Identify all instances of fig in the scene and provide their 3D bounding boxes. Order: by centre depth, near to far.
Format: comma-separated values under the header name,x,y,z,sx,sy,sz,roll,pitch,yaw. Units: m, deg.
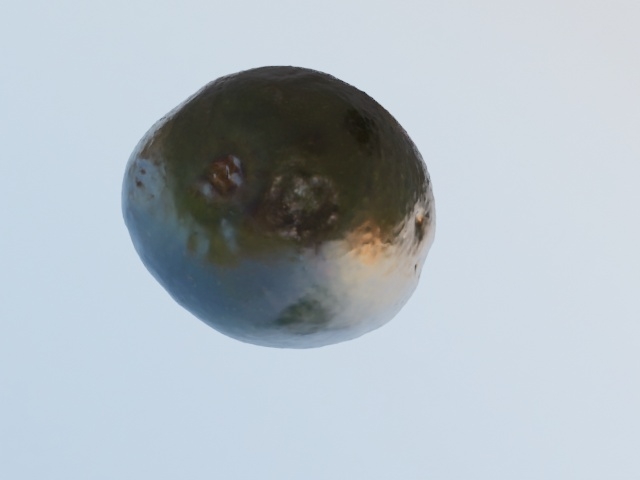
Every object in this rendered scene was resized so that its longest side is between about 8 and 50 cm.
name,x,y,z,sx,sy,sz,roll,pitch,yaw
fig,0.000,0.000,0.785,0.117,0.117,0.177,42,180,33
